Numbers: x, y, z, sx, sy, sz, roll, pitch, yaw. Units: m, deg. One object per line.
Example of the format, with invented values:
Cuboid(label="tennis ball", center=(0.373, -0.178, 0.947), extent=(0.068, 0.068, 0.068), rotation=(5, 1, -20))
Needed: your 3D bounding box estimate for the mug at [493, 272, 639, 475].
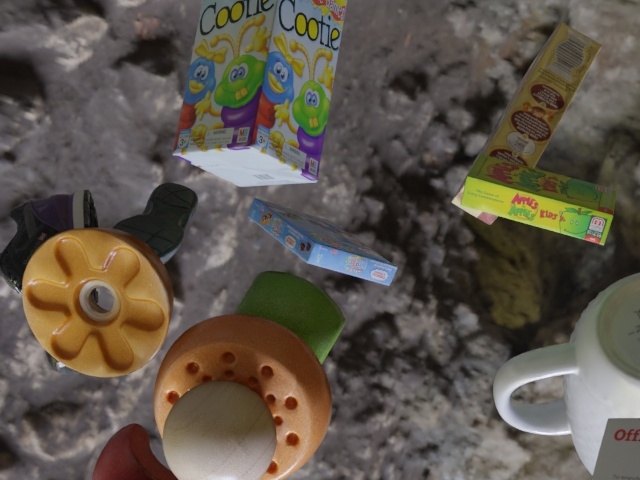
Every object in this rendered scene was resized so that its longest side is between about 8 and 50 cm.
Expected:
Cuboid(label="mug", center=(0.434, 0.204, 1.422), extent=(0.328, 0.374, 0.276), rotation=(63, 22, -53))

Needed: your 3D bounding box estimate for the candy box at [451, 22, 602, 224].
Cuboid(label="candy box", center=(0.352, -0.198, 1.723), extent=(0.316, 0.088, 0.183), rotation=(-58, 176, -17))

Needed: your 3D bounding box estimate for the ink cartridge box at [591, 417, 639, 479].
Cuboid(label="ink cartridge box", center=(0.392, 0.324, 1.058), extent=(0.171, 0.168, 0.232), rotation=(-14, -131, 58))

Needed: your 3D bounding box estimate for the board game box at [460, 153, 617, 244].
Cuboid(label="board game box", center=(0.277, -0.054, 1.267), extent=(0.092, 0.181, 0.043), rotation=(-51, 154, -60))

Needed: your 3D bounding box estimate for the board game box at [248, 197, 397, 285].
Cuboid(label="board game box", center=(0.000, 0.000, 1.577), extent=(0.160, 0.211, 0.039), rotation=(17, 100, -34))

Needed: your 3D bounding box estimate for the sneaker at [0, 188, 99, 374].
Cuboid(label="sneaker", center=(-0.358, 0.059, 1.306), extent=(0.107, 0.124, 0.283), rotation=(87, -4, -48))

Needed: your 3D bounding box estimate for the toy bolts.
Cuboid(label="toy bolts", center=(-0.119, 0.121, 0.600), extent=(0.158, 0.218, 0.228), rotation=(-52, 166, -69))

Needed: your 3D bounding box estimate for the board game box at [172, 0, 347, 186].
Cuboid(label="board game box", center=(-0.077, -0.226, 1.335), extent=(0.142, 0.144, 0.275), rotation=(25, 70, -49))

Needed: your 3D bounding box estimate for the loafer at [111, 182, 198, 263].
Cuboid(label="loafer", center=(-0.251, 0.003, 1.494), extent=(0.267, 0.096, 0.084), rotation=(-62, 173, -60))
